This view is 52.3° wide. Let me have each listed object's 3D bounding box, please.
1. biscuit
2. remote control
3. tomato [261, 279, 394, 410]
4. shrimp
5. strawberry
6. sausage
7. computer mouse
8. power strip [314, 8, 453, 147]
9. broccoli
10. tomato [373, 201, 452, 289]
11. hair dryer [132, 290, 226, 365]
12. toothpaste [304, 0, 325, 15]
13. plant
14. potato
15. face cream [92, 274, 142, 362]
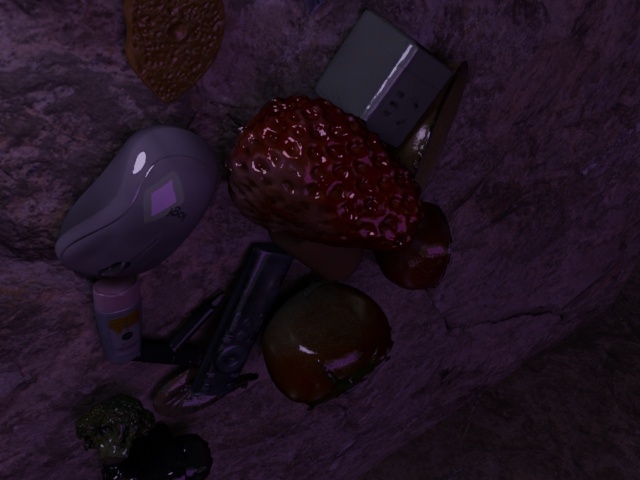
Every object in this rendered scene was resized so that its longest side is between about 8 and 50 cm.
[{"bbox_3d":[-0.195,-0.288,0.879,0.141,0.029,0.221,-20,141,-27],"label":"biscuit"},{"bbox_3d":[-0.167,0.176,1.390,0.107,0.044,0.378,11,114,-35],"label":"remote control"},{"bbox_3d":[0.009,0.230,1.502,0.303,0.239,0.303,-30,158,-14],"label":"tomato"},{"bbox_3d":[-0.265,0.322,1.500,0.254,0.059,0.145,-21,132,-20],"label":"shrimp"},{"bbox_3d":[-0.001,-0.077,1.055,0.149,0.336,0.265,-54,169,-48],"label":"strawberry"},{"bbox_3d":[0.000,0.000,1.326,0.123,0.123,0.253,-44,146,5],"label":"sausage"},{"bbox_3d":[-0.272,-0.039,1.013,0.297,0.121,0.184,-48,148,9],"label":"computer mouse"},{"bbox_3d":[0.089,-0.249,1.112,0.140,0.139,0.224,12,120,-52],"label":"power strip"},{"bbox_3d":[-0.427,0.388,1.350,0.162,0.138,0.146,-18,141,17],"label":"broccoli"},{"bbox_3d":[0.206,0.018,1.546,0.155,0.181,0.214,-6,129,-16],"label":"tomato"},{"bbox_3d":[-0.277,0.174,1.327,0.173,0.050,0.195,17,112,-54],"label":"hair dryer"},{"bbox_3d":[-0.030,-0.391,0.928,0.045,0.028,0.170,-48,149,-2],"label":"toothpaste"},{"bbox_3d":[-0.377,0.532,1.531,0.256,0.164,0.142,-6,132,-38],"label":"plant"},{"bbox_3d":[0.186,-0.212,1.264,0.299,0.115,0.239,-66,161,-4],"label":"potato"},{"bbox_3d":[-0.364,0.143,1.184,0.084,0.057,0.198,-21,143,-29],"label":"face cream"}]
